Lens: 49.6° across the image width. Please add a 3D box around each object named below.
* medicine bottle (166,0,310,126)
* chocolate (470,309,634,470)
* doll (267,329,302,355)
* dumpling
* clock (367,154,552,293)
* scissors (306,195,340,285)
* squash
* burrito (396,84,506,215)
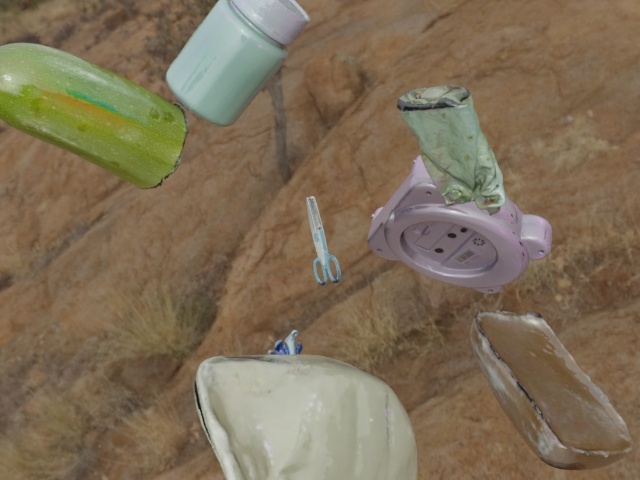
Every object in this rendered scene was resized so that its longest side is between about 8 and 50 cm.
[{"bbox_3d":[-0.133,-0.304,1.111,0.225,0.139,0.139,-46,33,21],"label":"medicine bottle"},{"bbox_3d":[0.288,0.204,0.923,0.161,0.083,0.261,11,32,-25],"label":"chocolate"},{"bbox_3d":[-0.091,0.293,1.588,0.070,0.096,0.195,30,103,50],"label":"doll"},{"bbox_3d":[0.000,0.297,0.890,0.233,0.395,0.316,-36,36,16],"label":"dumpling"},{"bbox_3d":[0.283,-0.017,1.431,0.322,0.295,0.113,23,56,-7],"label":"clock"},{"bbox_3d":[0.000,0.000,0.917,0.014,0.119,0.058,-12,-1,-35],"label":"scissors"},{"bbox_3d":[-0.220,-0.122,0.634,0.095,0.188,0.095,-18,62,36],"label":"squash"},{"bbox_3d":[0.226,-0.148,1.140,0.089,0.229,0.144,-46,33,-24],"label":"burrito"}]
